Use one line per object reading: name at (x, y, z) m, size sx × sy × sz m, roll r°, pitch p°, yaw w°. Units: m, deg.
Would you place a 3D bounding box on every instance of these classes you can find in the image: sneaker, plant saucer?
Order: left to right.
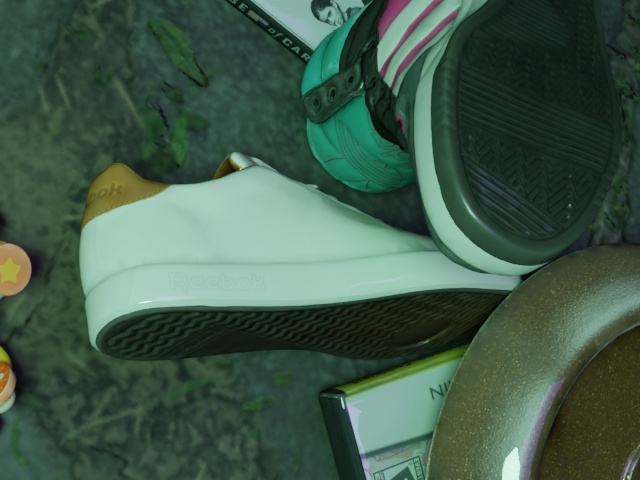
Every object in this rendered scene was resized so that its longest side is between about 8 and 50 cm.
sneaker at (0.000, 0.000, 0.589) m, size 0.290 × 0.106 × 0.123 m, roll 5°, pitch 56°, yaw -34°
sneaker at (0.060, -0.069, 0.554) m, size 0.123 × 0.178 × 0.295 m, roll 30°, pitch 45°, yaw -16°
plant saucer at (0.206, 0.156, 0.620) m, size 0.310 × 0.050 × 0.311 m, roll 0°, pitch 89°, yaw -29°

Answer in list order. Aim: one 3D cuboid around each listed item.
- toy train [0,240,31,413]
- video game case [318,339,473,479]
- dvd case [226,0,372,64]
toy train at (-0.195, 0.051, 0.494) m, size 0.125 × 0.046 × 0.166 m, roll 30°, pitch 61°, yaw -59°
video game case at (0.146, 0.196, 0.652) m, size 0.248 × 0.035 × 0.275 m, roll -15°, pitch 90°, yaw -25°
dvd case at (0.012, -0.209, 0.666) m, size 0.238 × 0.029 × 0.179 m, roll 36°, pitch 70°, yaw -14°
